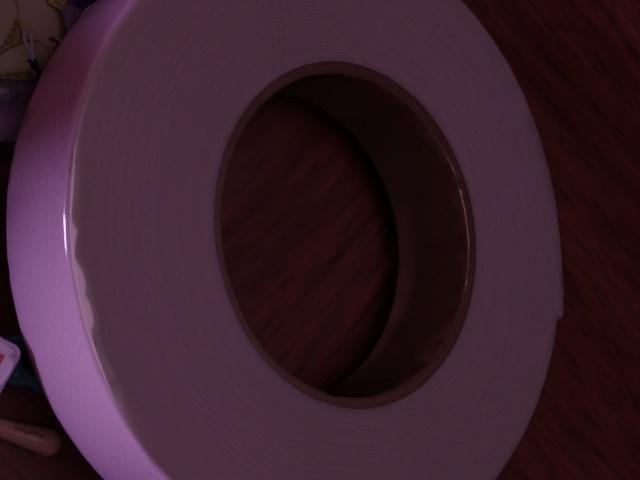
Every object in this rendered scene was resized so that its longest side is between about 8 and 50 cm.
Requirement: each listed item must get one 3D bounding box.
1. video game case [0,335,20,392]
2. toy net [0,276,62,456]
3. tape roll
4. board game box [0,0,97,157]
[{"bbox_3d":[-0.322,0.078,0.634,0.285,0.025,0.204,31,81,-19],"label":"video game case"},{"bbox_3d":[-0.174,0.072,0.739,0.232,0.045,0.122,-25,97,-29],"label":"toy net"},{"bbox_3d":[0.000,0.000,0.793,0.392,0.072,0.392,7,79,-39],"label":"tape roll"},{"bbox_3d":[-0.228,-0.154,0.739,0.347,0.056,0.208,0,80,-29],"label":"board game box"}]
